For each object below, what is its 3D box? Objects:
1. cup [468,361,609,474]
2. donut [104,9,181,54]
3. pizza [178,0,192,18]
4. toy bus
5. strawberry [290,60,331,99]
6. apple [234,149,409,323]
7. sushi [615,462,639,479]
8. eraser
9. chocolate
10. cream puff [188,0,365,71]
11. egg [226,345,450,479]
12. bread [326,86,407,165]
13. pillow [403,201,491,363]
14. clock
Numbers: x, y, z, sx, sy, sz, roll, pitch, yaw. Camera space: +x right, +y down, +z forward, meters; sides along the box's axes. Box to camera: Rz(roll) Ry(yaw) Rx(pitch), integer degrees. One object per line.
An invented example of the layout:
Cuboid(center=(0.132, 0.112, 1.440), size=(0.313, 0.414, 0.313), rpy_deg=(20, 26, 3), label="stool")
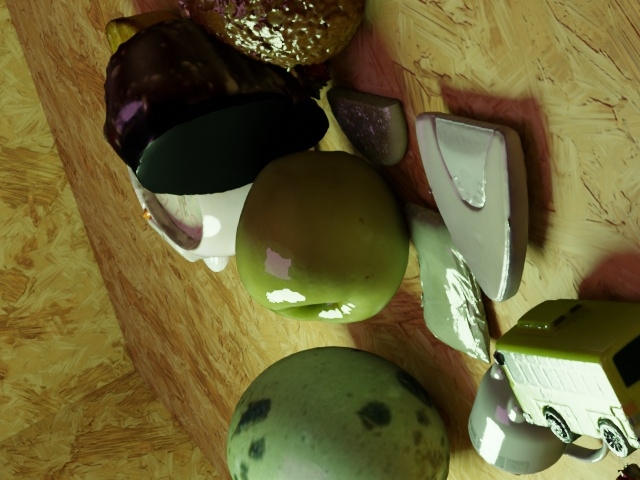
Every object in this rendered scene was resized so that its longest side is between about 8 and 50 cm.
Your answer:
Cuboid(center=(0.280, 0.228, 1.706), size=(0.173, 0.134, 0.142), rpy_deg=(52, 156, 29), label="cup")
Cuboid(center=(-0.277, -0.302, 2.440), size=(0.303, 0.110, 0.303), rpy_deg=(48, 157, 28), label="donut")
Cuboid(center=(-0.185, -0.366, 2.121), size=(0.147, 0.069, 0.226), rpy_deg=(34, 160, -13), label="pizza")
Cuboid(center=(0.317, 0.145, 1.502), size=(0.150, 0.128, 0.262), rpy_deg=(61, 162, -10), label="toy bus")
Cuboid(center=(-0.029, -0.267, 1.956), size=(0.152, 0.048, 0.104), rpy_deg=(49, 162, 43), label="strawberry")
Cuboid(center=(0.000, 0.000, 1.914), size=(0.262, 0.262, 0.262), rpy_deg=(50, 157, 30), label="apple")
Cuboid(center=(0.432, 0.331, 1.527), size=(0.226, 0.103, 0.097), rpy_deg=(43, 180, 37), label="sushi")
Cuboid(center=(0.209, -0.040, 1.637), size=(0.204, 0.059, 0.243), rpy_deg=(24, 135, 59), label="eraser")
Cuboid(center=(-0.167, -0.210, 1.870), size=(0.225, 0.340, 0.210), rpy_deg=(-43, 66, 36), label="chocolate")
Cuboid(center=(-0.083, -0.364, 1.716), size=(0.303, 0.212, 0.303), rpy_deg=(55, 160, 31), label="cream puff")
Cuboid(center=(0.033, 0.344, 2.171), size=(0.428, 0.345, 0.345), rpy_deg=(-16, 102, 55), label="egg")
Cuboid(center=(0.069, -0.155, 1.874), size=(0.193, 0.036, 0.112), rpy_deg=(26, 141, 60), label="bread")
Cuboid(center=(0.181, 0.059, 1.861), size=(0.148, 0.050, 0.230), rpy_deg=(26, 140, 50), label="pillow")
Cuboid(center=(-0.172, -0.130, 2.193), size=(0.368, 0.250, 0.377), rpy_deg=(57, 154, 11), label="clock")
